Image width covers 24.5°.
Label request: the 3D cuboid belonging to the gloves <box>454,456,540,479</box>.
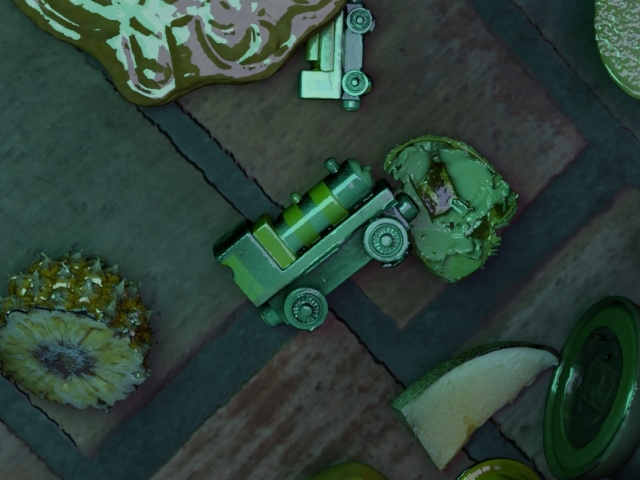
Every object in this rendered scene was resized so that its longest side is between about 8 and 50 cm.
[{"bbox_3d":[0.219,0.312,1.486,0.116,0.294,0.133,10,95,-11],"label":"gloves"}]

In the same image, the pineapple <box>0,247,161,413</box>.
[{"bbox_3d":[-0.242,0.067,1.483,0.176,0.137,0.161,26,134,-16],"label":"pineapple"}]

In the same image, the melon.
[{"bbox_3d":[0.168,0.157,1.587,0.182,0.054,0.098,-42,105,-4],"label":"melon"}]

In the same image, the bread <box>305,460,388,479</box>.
[{"bbox_3d":[0.051,0.335,1.559,0.147,0.098,0.217,-37,102,3],"label":"bread"}]

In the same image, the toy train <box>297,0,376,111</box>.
[{"bbox_3d":[0.017,-0.195,1.527,0.081,0.050,0.122,1,93,3],"label":"toy train"}]

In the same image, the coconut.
[{"bbox_3d":[0.139,-0.037,1.557,0.133,0.055,0.158,-10,96,-7],"label":"coconut"}]

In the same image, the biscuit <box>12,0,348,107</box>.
[{"bbox_3d":[-0.132,-0.332,1.459,0.385,0.062,0.365,-41,94,-2],"label":"biscuit"}]

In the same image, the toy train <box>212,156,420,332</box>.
[{"bbox_3d":[0.000,0.000,1.516,0.200,0.083,0.132,-40,101,5],"label":"toy train"}]

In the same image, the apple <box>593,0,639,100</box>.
[{"bbox_3d":[0.386,-0.263,1.548,0.193,0.120,0.265,21,89,2],"label":"apple"}]

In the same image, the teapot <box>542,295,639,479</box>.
[{"bbox_3d":[0.420,0.229,1.566,0.337,0.200,0.270,18,96,-13],"label":"teapot"}]
